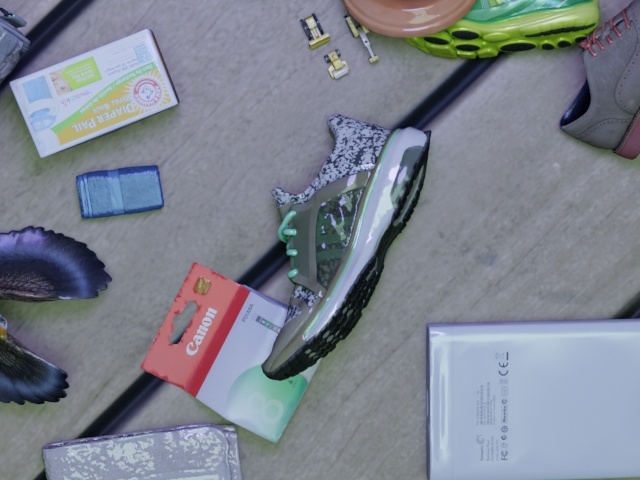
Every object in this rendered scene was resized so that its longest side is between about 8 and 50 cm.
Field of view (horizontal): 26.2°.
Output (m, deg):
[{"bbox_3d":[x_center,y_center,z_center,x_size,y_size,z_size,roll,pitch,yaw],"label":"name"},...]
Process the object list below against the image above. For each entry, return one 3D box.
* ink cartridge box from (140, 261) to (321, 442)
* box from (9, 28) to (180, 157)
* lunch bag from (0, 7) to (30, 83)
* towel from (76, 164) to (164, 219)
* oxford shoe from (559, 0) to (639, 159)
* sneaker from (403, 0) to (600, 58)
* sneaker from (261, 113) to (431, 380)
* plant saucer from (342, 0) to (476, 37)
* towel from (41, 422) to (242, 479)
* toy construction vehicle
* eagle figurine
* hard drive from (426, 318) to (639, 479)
[{"bbox_3d":[-0.119,0.159,1.968,0.224,0.056,0.181,27,93,-9],"label":"ink cartridge box"},{"bbox_3d":[-0.305,-0.202,1.885,0.203,0.103,0.114,-22,97,-2],"label":"box"},{"bbox_3d":[-0.540,-0.216,1.767,0.256,0.212,0.305,39,91,33],"label":"lunch bag"},{"bbox_3d":[-0.282,-0.069,1.940,0.119,0.029,0.067,-7,97,-3],"label":"towel"},{"bbox_3d":[0.421,-0.262,1.866,0.130,0.123,0.348,13,127,0],"label":"oxford shoe"},{"bbox_3d":[0.239,-0.329,1.930,0.295,0.109,0.124,-2,68,0],"label":"sneaker"},{"bbox_3d":[0.000,0.000,1.918,0.182,0.158,0.410,25,77,15],"label":"sneaker"},{"bbox_3d":[0.122,-0.368,1.881,0.199,0.037,0.200,-3,63,6],"label":"plant saucer"},{"bbox_3d":[-0.249,0.367,1.982,0.282,0.049,0.187,-8,96,-4],"label":"towel"},{"bbox_3d":[0.028,-0.283,1.937,0.085,0.035,0.098,-24,98,-2],"label":"toy construction vehicle"},{"bbox_3d":[-0.459,0.087,1.858,0.226,0.298,0.225,-34,59,23],"label":"eagle figurine"},{"bbox_3d":[0.332,0.234,2.015,0.352,0.047,0.233,-1,96,-4],"label":"hard drive"}]
